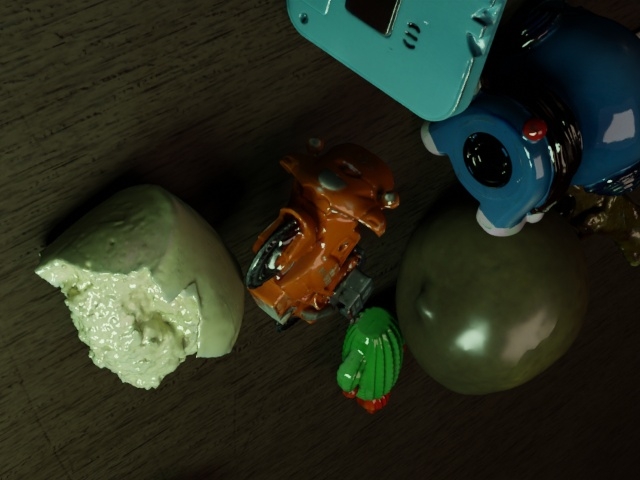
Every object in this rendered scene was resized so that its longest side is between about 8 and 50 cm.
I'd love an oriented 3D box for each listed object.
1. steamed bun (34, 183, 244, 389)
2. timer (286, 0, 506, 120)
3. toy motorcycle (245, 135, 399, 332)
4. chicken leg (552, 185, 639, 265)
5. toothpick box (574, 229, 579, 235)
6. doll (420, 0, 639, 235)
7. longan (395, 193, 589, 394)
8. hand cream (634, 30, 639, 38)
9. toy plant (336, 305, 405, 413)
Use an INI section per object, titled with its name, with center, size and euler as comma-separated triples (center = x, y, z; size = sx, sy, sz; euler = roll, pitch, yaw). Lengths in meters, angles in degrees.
[steamed bun]
center = -0.186, 0.058, 1.337
size = 0.200, 0.170, 0.225
euler = -43, 148, -1
[timer]
center = 0.093, -0.269, 1.250
size = 0.091, 0.250, 0.232
euler = -17, 138, -41
[toy motorcycle]
center = 0.000, 0.000, 1.504
size = 0.221, 0.147, 0.326
euler = -50, 165, -9
[chicken leg]
center = 0.434, -0.091, 1.977
size = 0.361, 0.140, 0.212
euler = 18, 76, -53
[toothpick box]
center = 0.329, 0.037, 2.036
size = 0.111, 0.111, 0.181
euler = -3, 128, -51
[doll]
center = 0.318, -0.170, 1.666
size = 0.310, 0.284, 0.240
euler = -32, -172, -34
[longan]
center = 0.242, 0.078, 1.795
size = 0.297, 0.297, 0.297
euler = -33, 146, -26
[hand cream]
center = 0.571, -0.321, 2.008
size = 0.336, 0.076, 0.121
euler = -28, 139, -21
[toy plant]
center = 0.087, 0.179, 1.908
size = 0.155, 0.088, 0.240
euler = -62, 158, -7
